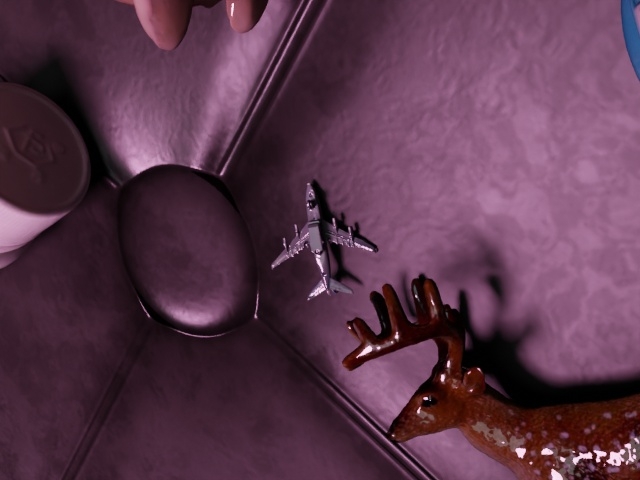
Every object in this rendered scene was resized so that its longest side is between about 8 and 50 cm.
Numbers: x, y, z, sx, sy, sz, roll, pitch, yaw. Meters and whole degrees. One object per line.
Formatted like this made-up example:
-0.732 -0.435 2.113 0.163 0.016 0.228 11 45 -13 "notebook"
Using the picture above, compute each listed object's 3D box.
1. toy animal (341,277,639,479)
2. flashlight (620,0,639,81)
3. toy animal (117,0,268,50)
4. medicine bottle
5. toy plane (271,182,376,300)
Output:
0.159 0.117 0.494 0.243 0.087 0.260 -21 93 22 "toy animal"
0.183 -0.088 0.416 0.051 0.051 0.129 -19 90 35 "flashlight"
-0.148 -0.257 0.489 0.256 0.195 0.213 23 125 21 "toy animal"
-0.310 -0.032 0.689 0.237 0.139 0.139 -25 92 34 "medicine bottle"
0.000 0.001 0.573 0.077 0.024 0.084 -10 102 16 "toy plane"
